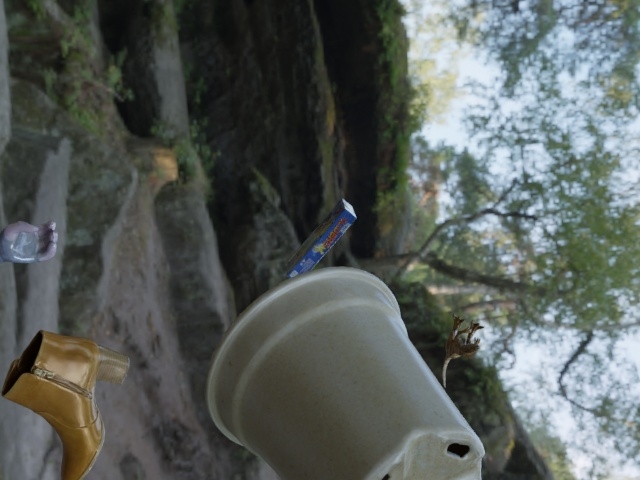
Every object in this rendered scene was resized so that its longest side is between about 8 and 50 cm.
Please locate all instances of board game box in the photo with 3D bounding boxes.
[{"bbox_3d":[0.000,0.000,1.919,0.201,0.035,0.136,-49,-170,9],"label":"board game box"}]

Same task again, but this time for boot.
[{"bbox_3d":[-0.507,0.318,1.592,0.104,0.211,0.295,23,-88,51],"label":"boot"}]

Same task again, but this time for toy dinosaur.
[{"bbox_3d":[0.263,0.208,1.640,0.112,0.064,0.211,-62,175,-18],"label":"toy dinosaur"}]

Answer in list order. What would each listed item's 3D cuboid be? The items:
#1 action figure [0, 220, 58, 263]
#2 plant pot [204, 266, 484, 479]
[{"bbox_3d":[-0.386,0.080,0.677,0.275,0.248,0.370,-32,-128,39],"label":"action figure"},{"bbox_3d":[0.051,0.254,1.168,0.305,0.333,0.334,45,-40,47],"label":"plant pot"}]
